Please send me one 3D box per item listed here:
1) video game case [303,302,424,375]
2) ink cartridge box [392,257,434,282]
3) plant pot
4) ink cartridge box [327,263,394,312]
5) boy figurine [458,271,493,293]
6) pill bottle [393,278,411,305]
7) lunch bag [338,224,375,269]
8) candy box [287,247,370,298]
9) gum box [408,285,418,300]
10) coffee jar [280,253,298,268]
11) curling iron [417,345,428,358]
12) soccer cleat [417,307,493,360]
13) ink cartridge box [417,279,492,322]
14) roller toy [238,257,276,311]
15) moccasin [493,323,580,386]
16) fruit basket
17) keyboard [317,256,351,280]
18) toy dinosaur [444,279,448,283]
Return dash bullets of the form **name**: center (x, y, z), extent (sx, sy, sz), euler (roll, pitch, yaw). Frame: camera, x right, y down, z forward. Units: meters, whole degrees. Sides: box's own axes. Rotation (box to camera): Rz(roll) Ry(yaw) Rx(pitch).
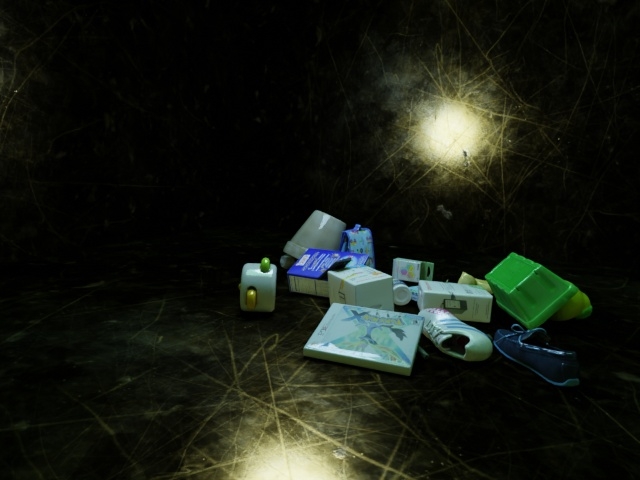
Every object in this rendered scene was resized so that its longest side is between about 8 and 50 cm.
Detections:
- **video game case**: center (0.150, 0.304, 1.498), extent (0.329, 0.036, 0.300), euler (6, 23, 18)
- **ink cartridge box**: center (0.499, 0.164, 2.518), extent (0.209, 0.108, 0.062), euler (8, 10, 27)
- **plant pot**: center (0.000, 0.000, 2.524), extent (0.323, 0.280, 0.323), euler (26, -1, 1)
- **ink cartridge box**: center (0.158, 0.209, 1.839), extent (0.171, 0.168, 0.233), euler (-10, 14, -24)
- **boy figurine**: center (0.794, 0.214, 2.274), extent (0.285, 0.092, 0.177), euler (11, 6, -14)
- **pill bottle**: center (0.349, 0.226, 2.103), extent (0.094, 0.094, 0.169), euler (3, 9, -3)
- **lunch bag**: center (0.192, 0.063, 2.457), extent (0.138, 0.293, 0.221), euler (11, 11, 39)
- **candy box**: center (0.043, 0.154, 2.174), extent (0.317, 0.122, 0.268), euler (7, 28, 21)
- **gum box**: center (0.499, 0.250, 2.177), extent (0.185, 0.041, 0.157), euler (-2, 11, -36)
- **coffee jar**: center (-0.161, 0.112, 2.711), extent (0.096, 0.079, 0.184), euler (5, 10, 16)
- **curling iron**: center (0.268, 0.327, 1.566), extent (0.035, 0.068, 0.274), euler (-1, 15, -33)
- **soccer cleat**: center (0.411, 0.305, 1.544), extent (0.143, 0.115, 0.331), euler (-2, 10, -30)
- **ink cartridge box**: center (0.553, 0.251, 1.948), extent (0.273, 0.114, 0.198), euler (4, 8, 5)
- **roller toy**: center (-0.249, 0.188, 1.831), extent (0.146, 0.209, 0.191), euler (3, -26, -4)
- **moccasin**: center (0.680, 0.333, 1.451), extent (0.138, 0.116, 0.342), euler (0, 9, -19)
- **fruit basket**: center (0.922, 0.241, 1.936), extent (0.392, 0.283, 0.392), euler (46, 7, -7)
- **keyboard**: center (0.069, 0.120, 1.945), extent (0.108, 0.023, 0.180), euler (-13, -20, -36)
- **toy dinosaur**: center (0.651, 0.242, 2.312), extent (0.093, 0.053, 0.183), euler (16, 11, -25)
